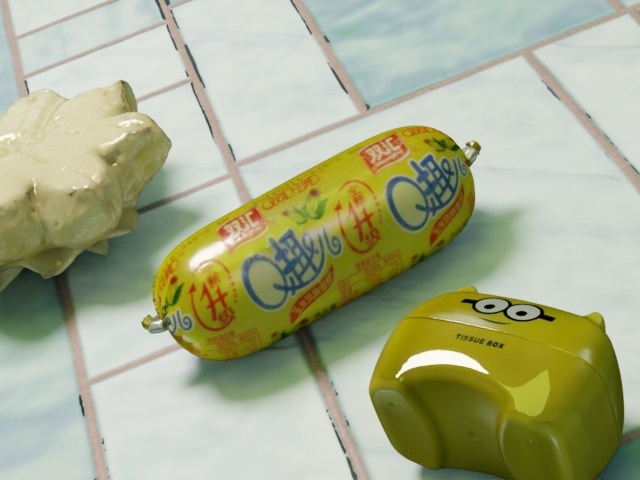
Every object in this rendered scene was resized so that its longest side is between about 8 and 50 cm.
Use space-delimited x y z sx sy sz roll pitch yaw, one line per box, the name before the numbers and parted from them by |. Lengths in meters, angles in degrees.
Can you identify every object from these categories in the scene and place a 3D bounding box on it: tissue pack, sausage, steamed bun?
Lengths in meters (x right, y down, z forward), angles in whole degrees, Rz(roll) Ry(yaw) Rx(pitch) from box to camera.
tissue pack | 0.138 0.110 1.096 0.178 0.123 0.127 12 46 36
sausage | 0.000 0.000 1.301 0.347 0.123 0.123 -29 37 -11
steamed bun | -0.284 -0.044 1.482 0.292 0.137 0.295 11 38 41
